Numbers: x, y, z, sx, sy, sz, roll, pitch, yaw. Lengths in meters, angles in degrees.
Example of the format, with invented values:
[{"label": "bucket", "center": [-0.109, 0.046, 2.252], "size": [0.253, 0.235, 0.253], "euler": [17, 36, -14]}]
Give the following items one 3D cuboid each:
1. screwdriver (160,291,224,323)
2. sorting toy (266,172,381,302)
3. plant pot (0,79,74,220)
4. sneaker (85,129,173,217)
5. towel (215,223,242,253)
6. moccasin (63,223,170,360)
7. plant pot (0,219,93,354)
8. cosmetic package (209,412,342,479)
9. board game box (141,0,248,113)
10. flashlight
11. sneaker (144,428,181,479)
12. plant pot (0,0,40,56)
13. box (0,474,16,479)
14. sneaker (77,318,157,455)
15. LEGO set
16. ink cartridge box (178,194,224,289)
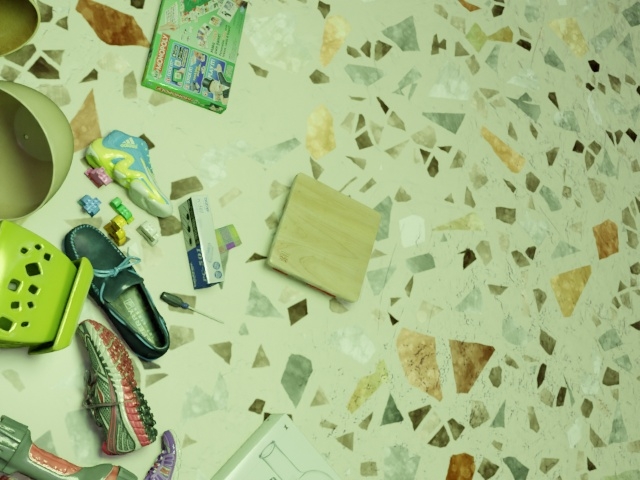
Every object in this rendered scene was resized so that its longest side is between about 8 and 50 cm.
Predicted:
[{"label": "screwdriver", "center": [-0.296, 0.160, 1.778], "size": [0.170, 0.025, 0.024], "euler": [27, 67, -20]}, {"label": "sorting toy", "center": [0.000, 0.000, 1.942], "size": [0.257, 0.089, 0.255], "euler": [26, 67, -21]}, {"label": "plant pot", "center": [-0.624, -0.205, 1.571], "size": [0.284, 0.284, 0.191], "euler": [52, 26, -9]}, {"label": "sneaker", "center": [-0.414, -0.166, 1.754], "size": [0.240, 0.091, 0.126], "euler": [41, 61, -13]}, {"label": "towel", "center": [-0.238, -0.003, 1.858], "size": [0.083, 0.009, 0.060], "euler": [-24, 89, -32]}, {"label": "moccasin", "center": [-0.426, 0.102, 1.666], "size": [0.138, 0.117, 0.342], "euler": [-42, 99, -30]}, {"label": "plant pot", "center": [-0.594, 0.113, 1.515], "size": [0.207, 0.228, 0.227], "euler": [24, 67, -30]}, {"label": "cosmetic package", "center": [-0.130, 0.625, 1.717], "size": [0.284, 0.097, 0.377], "euler": [50, 60, -7]}, {"label": "board game box", "center": [-0.312, -0.500, 1.917], "size": [0.214, 0.046, 0.317], "euler": [17, 70, -24]}, {"label": "flashlight", "center": [-0.525, 0.454, 1.541], "size": [0.304, 0.103, 0.103], "euler": [34, 105, -14]}, {"label": "sneaker", "center": [-0.343, 0.495, 1.648], "size": [0.071, 0.068, 0.169], "euler": [10, 74, -21]}, {"label": "plant pot", "center": [-0.746, -0.554, 1.609], "size": [0.237, 0.237, 0.254], "euler": [-12, 68, -31]}, {"label": "box", "center": [-0.539, 0.573, 1.482], "size": [0.257, 0.128, 0.122], "euler": [37, 63, -16]}, {"label": "sneaker", "center": [-0.452, 0.307, 1.608], "size": [0.112, 0.121, 0.299], "euler": [-23, 81, -1]}, {"label": "LEGO set", "center": [-0.457, -0.063, 1.702], "size": [0.227, 0.093, 0.087], "euler": [48, 61, -11]}, {"label": "ink cartridge box", "center": [-0.280, 0.005, 1.781], "size": [0.046, 0.097, 0.207], "euler": [-8, 82, -30]}]
